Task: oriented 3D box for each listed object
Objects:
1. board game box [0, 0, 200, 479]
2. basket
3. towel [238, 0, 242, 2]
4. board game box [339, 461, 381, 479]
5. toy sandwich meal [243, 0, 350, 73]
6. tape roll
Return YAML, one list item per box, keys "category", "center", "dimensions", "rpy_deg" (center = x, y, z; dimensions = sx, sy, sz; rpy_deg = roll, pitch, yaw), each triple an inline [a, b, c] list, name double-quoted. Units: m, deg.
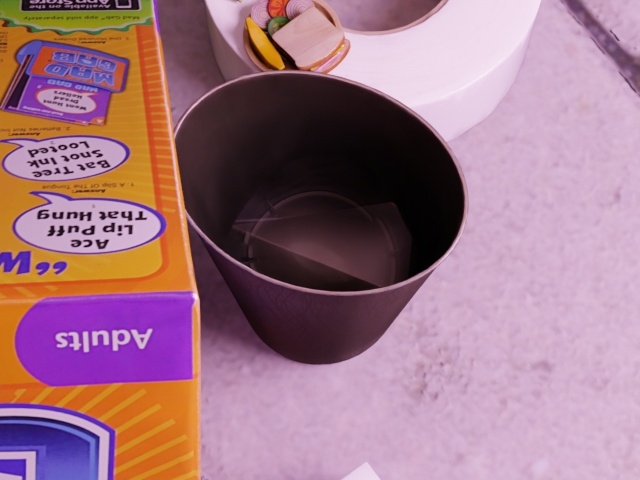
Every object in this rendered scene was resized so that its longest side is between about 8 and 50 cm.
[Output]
- category: "board game box"
  center: [-0.260, 0.088, 0.831]
  dimensions: [0.357, 0.356, 0.356]
  rpy_deg: [-2, 31, -9]
- category: "basket"
  center: [0.000, 0.000, 1.041]
  dimensions: [0.204, 0.227, 0.154]
  rpy_deg: [20, 71, 9]
- category: "towel"
  center: [-0.068, -0.234, 1.140]
  dimensions: [0.060, 0.009, 0.083]
  rpy_deg: [25, 72, 9]
- category: "board game box"
  center: [-0.027, 0.356, 0.984]
  dimensions: [0.336, 0.079, 0.253]
  rpy_deg: [-35, 72, -12]
- category: "toy sandwich meal"
  center: [-0.020, -0.160, 1.101]
  dimensions: [0.086, 0.029, 0.085]
  rpy_deg: [0, 69, 0]
- category: "tape roll"
  center: [0.041, -0.215, 1.190]
  dimensions: [0.286, 0.100, 0.286]
  rpy_deg: [0, 70, 1]
